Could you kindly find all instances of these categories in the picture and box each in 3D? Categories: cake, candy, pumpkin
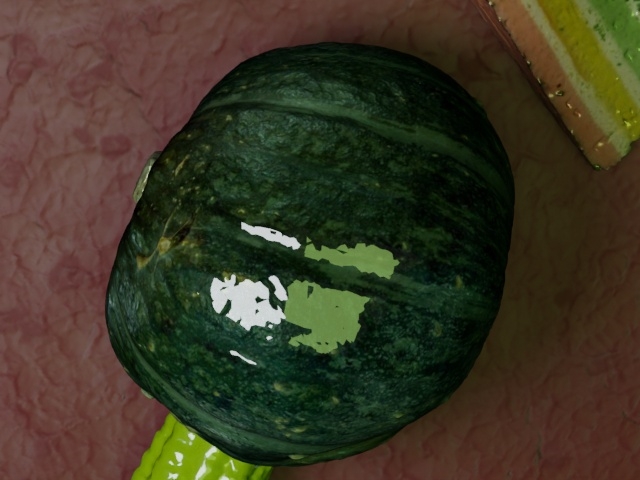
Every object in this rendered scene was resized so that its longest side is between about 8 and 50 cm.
[{"bbox_3d":[0.177,-0.168,1.312,0.109,0.090,0.225,-38,119,1],"label":"cake"},{"bbox_3d":[-0.064,0.137,1.323,0.096,0.097,0.209,29,89,-8],"label":"candy"},{"bbox_3d":[0.000,0.000,1.213,0.263,0.197,0.293,24,76,-2],"label":"pumpkin"}]
